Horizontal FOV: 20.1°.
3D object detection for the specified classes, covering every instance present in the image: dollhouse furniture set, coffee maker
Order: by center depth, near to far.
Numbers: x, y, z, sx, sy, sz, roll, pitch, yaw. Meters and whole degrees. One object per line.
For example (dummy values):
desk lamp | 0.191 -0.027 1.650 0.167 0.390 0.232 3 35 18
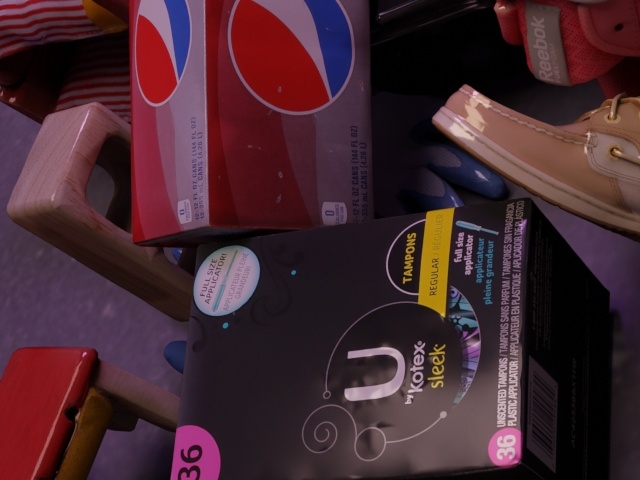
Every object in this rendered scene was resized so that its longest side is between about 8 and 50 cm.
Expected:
coffee maker | 0.070 -0.178 0.872 0.171 0.120 0.178 -36 56 55
dollhouse furniture set | -0.143 -0.024 0.933 0.201 0.152 0.374 -5 57 49

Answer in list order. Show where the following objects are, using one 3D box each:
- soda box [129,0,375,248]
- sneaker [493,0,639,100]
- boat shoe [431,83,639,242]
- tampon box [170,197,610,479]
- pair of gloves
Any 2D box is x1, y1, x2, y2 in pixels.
soda box | -0.035 -0.129 0.842 0.083 0.092 0.263 -12 78 59
sneaker | 0.111 -0.135 0.728 0.116 0.314 0.136 17 84 36
boat shoe | 0.130 -0.033 0.744 0.063 0.170 0.059 -104 38 -78
tampon box | 0.032 0.064 0.777 0.161 0.101 0.120 -9 61 26
pair of gloves | 0.000 0.000 0.924 0.198 0.023 0.159 -51 42 -2
